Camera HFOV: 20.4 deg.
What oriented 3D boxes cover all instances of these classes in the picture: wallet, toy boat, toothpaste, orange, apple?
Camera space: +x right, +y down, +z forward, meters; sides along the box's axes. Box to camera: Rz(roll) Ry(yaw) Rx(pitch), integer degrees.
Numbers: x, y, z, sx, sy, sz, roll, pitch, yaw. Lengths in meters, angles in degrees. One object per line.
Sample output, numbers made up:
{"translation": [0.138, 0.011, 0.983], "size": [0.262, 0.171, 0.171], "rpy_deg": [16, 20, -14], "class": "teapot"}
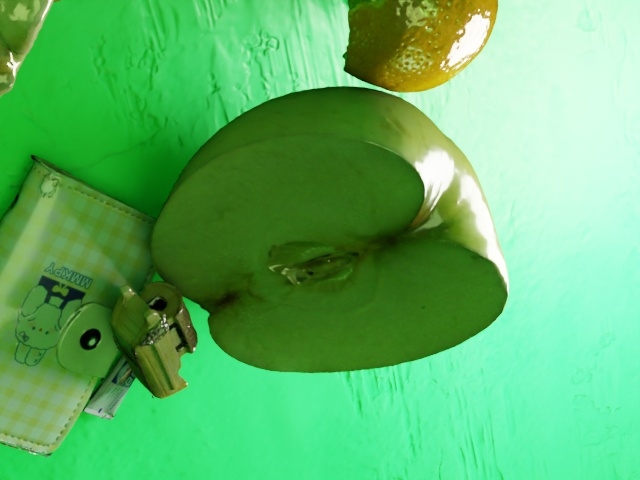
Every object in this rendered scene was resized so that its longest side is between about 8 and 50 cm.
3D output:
{"translation": [-0.311, 0.081, 1.998], "size": [0.223, 0.077, 0.309], "rpy_deg": [28, 97, -36], "class": "wallet"}
{"translation": [-0.181, 0.113, 2.022], "size": [0.088, 0.068, 0.226], "rpy_deg": [-41, 155, -13], "class": "toy boat"}
{"translation": [-0.221, 0.139, 2.102], "size": [0.045, 0.028, 0.170], "rpy_deg": [23, 105, -44], "class": "toothpaste"}
{"translation": [0.107, -0.252, 1.942], "size": [0.158, 0.237, 0.179], "rpy_deg": [33, 113, -12], "class": "orange"}
{"translation": [0.000, 0.000, 1.977], "size": [0.312, 0.360, 0.320], "rpy_deg": [-11, 83, -61], "class": "apple"}

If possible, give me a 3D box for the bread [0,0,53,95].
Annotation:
{"translation": [-0.440, -0.230, 1.543], "size": [0.390, 0.279, 0.371], "rpy_deg": [29, 125, -28], "class": "bread"}
